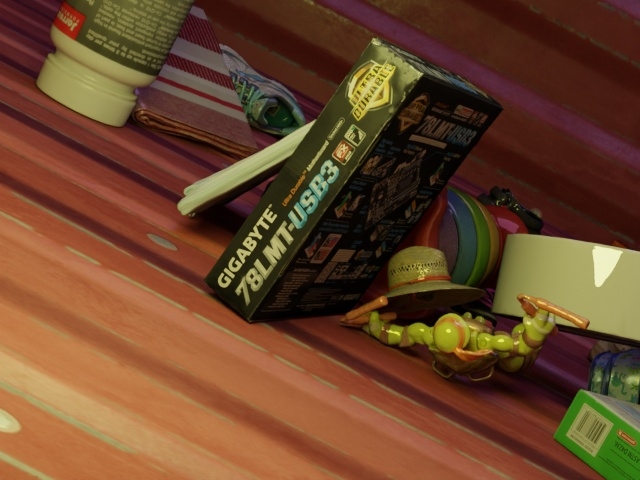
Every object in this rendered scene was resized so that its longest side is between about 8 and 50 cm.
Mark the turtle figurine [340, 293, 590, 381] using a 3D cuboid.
[{"bbox_3d":[0.173,0.111,1.652,0.269,0.087,0.217,-3,-9,21],"label":"turtle figurine"}]

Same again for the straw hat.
[{"bbox_3d":[0.107,0.039,1.677,0.144,0.061,0.144,-6,-13,-1],"label":"straw hat"}]

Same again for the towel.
[{"bbox_3d":[-0.233,-0.277,2.351,0.237,0.037,0.329,18,39,-43],"label":"towel"}]

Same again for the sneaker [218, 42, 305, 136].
[{"bbox_3d":[-0.137,-0.270,2.778,0.283,0.110,0.122,21,15,-35],"label":"sneaker"}]

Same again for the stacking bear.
[{"bbox_3d":[0.159,0.006,1.894,0.164,0.175,0.289,3,0,38],"label":"stacking bear"}]

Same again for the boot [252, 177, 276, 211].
[{"bbox_3d":[0.000,0.000,1.919,0.190,0.069,0.086,32,33,-2],"label":"boot"}]

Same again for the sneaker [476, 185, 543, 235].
[{"bbox_3d":[0.227,-0.040,2.461,0.296,0.147,0.104,24,12,-15],"label":"sneaker"}]

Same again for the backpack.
[{"bbox_3d":[0.365,0.181,1.832,0.084,0.105,0.114,8,1,23],"label":"backpack"}]

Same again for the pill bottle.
[{"bbox_3d":[-0.270,-0.311,2.086,0.161,0.283,0.161,27,10,-5],"label":"pill bottle"}]

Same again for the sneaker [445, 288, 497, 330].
[{"bbox_3d":[0.207,0.072,2.031,0.063,0.075,0.170,27,10,-9],"label":"sneaker"}]

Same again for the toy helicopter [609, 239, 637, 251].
[{"bbox_3d":[0.604,0.127,2.678,0.235,0.140,0.355,34,9,23],"label":"toy helicopter"}]

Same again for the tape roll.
[{"bbox_3d":[0.350,0.069,1.805,0.286,0.100,0.286,12,-4,1],"label":"tape roll"}]

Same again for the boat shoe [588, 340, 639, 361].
[{"bbox_3d":[0.508,0.195,2.148,0.109,0.098,0.302,19,13,-41],"label":"boat shoe"}]

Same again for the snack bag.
[{"bbox_3d":[-0.018,-0.120,1.774,0.037,0.323,0.342,61,7,-1],"label":"snack bag"}]

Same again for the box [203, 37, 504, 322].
[{"bbox_3d":[0.042,-0.053,1.567,0.073,0.293,0.295,38,13,17],"label":"box"}]

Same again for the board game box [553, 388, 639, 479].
[{"bbox_3d":[0.438,0.271,1.663,0.316,0.064,0.242,18,14,-44],"label":"board game box"}]
